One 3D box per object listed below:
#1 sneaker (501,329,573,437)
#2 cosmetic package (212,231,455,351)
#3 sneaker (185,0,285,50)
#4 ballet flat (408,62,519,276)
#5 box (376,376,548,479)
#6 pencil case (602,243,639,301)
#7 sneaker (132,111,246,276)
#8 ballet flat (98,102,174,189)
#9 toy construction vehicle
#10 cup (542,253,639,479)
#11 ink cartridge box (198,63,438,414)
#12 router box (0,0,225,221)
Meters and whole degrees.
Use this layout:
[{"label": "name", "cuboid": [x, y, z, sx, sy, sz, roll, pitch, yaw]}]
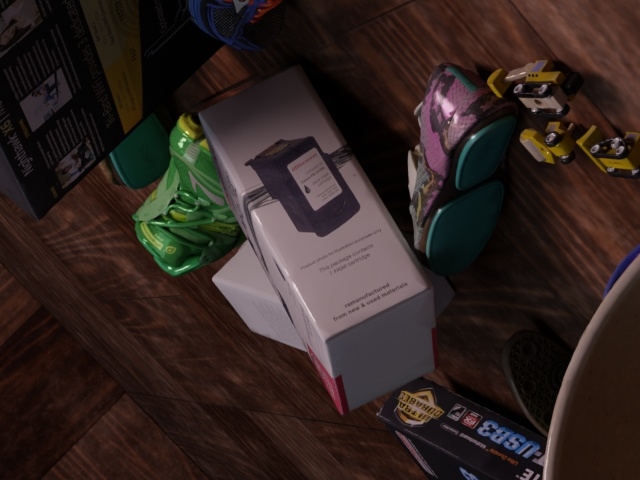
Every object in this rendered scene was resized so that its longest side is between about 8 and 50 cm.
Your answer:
[{"label": "sneaker", "cuboid": [0.214, 0.155, 1.321, 0.188, 0.066, 0.071, 50, 167, -13]}, {"label": "cosmetic package", "cuboid": [0.008, 0.044, 1.436, 0.085, 0.117, 0.231, 54, 160, -26]}, {"label": "sneaker", "cuboid": [-0.043, -0.195, 1.074, 0.087, 0.083, 0.221, 34, 163, 12]}, {"label": "ballet flat", "cuboid": [0.097, -0.057, 1.108, 0.079, 0.077, 0.221, 56, 163, 25]}, {"label": "box", "cuboid": [0.231, 0.285, 1.542, 0.293, 0.073, 0.295, 24, 157, 43]}, {"label": "pencil case", "cuboid": [0.299, 0.124, 0.964, 0.306, 0.133, 0.119, 52, 177, -20]}, {"label": "sneaker", "cuboid": [-0.125, -0.031, 1.541, 0.109, 0.123, 0.295, 41, 161, 12]}, {"label": "ballet flat", "cuboid": [-0.217, -0.167, 1.488, 0.124, 0.116, 0.342, 50, 169, 17]}, {"label": "toy construction vehicle", "cuboid": [0.161, -0.080, 0.971, 0.086, 0.035, 0.098, 43, 164, -26]}, {"label": "cup", "cuboid": [0.314, 0.138, 0.750, 0.331, 0.331, 0.237, 27, -177, 42]}, {"label": "ink cartridge box", "cuboid": [0.000, 0.000, 1.247, 0.237, 0.100, 0.172, 61, 172, 26]}, {"label": "router box", "cuboid": [-0.190, -0.187, 1.141, 0.081, 0.243, 0.309, 37, 160, 21]}]
